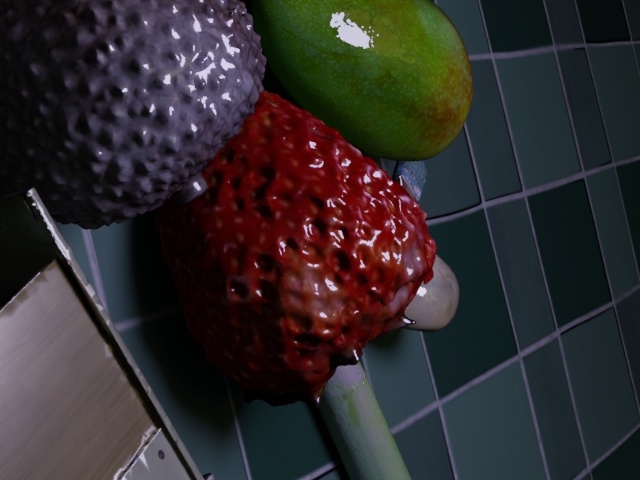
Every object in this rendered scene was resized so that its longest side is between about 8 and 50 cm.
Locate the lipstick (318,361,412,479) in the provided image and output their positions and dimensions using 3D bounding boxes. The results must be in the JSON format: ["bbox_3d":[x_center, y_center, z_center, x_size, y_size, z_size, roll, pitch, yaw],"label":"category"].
[{"bbox_3d":[0.053,0.251,1.786,0.304,0.076,0.076,66,33,-17],"label":"lipstick"}]

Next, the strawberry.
[{"bbox_3d":[-0.035,0.002,1.536,0.310,0.292,0.292,60,35,-36],"label":"strawberry"}]

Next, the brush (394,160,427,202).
[{"bbox_3d":[0.118,-0.055,2.060,0.070,0.021,0.196,55,39,-34],"label":"brush"}]

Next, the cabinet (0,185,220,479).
[{"bbox_3d":[-0.293,0.173,1.098,0.318,0.227,0.290,63,34,-19],"label":"cabinet"}]

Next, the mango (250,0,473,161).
[{"bbox_3d":[0.055,-0.247,1.855,0.382,0.201,0.225,32,74,-38],"label":"mango"}]

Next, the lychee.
[{"bbox_3d":[-0.194,-0.156,1.321,0.300,0.300,0.300,28,56,-52],"label":"lychee"}]

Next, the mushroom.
[{"bbox_3d":[0.110,0.071,1.902,0.154,0.122,0.154,22,25,-11],"label":"mushroom"}]
